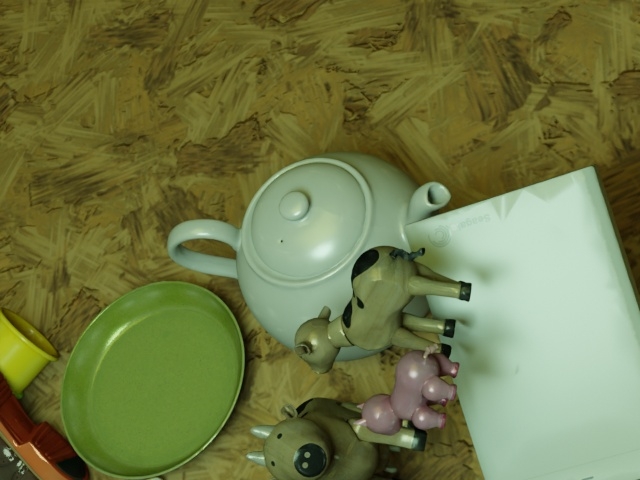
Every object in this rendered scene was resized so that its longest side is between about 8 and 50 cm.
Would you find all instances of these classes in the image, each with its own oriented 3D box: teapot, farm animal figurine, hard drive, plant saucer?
[{"bbox_3d":[0.000,0.000,1.925,0.256,0.187,0.252,-47,54,0],"label":"teapot"},{"bbox_3d":[0.020,0.184,1.735,0.172,0.327,0.330,14,74,-1],"label":"farm animal figurine"},{"bbox_3d":[0.225,0.101,1.761,0.203,0.040,0.307,-18,90,18],"label":"hard drive"},{"bbox_3d":[-0.187,0.163,2.029,0.241,0.037,0.241,-11,62,22],"label":"plant saucer"}]

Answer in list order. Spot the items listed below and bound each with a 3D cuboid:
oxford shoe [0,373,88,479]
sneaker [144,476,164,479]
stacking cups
[{"bbox_3d":[-0.392,0.210,2.014,0.098,0.097,0.271,-44,88,16],"label":"oxford shoe"},{"bbox_3d":[-0.208,0.298,1.976,0.083,0.032,0.037,-32,56,10],"label":"sneaker"},{"bbox_3d":[-0.445,0.229,2.106,0.316,0.096,0.096,-51,55,3],"label":"stacking cups"}]
